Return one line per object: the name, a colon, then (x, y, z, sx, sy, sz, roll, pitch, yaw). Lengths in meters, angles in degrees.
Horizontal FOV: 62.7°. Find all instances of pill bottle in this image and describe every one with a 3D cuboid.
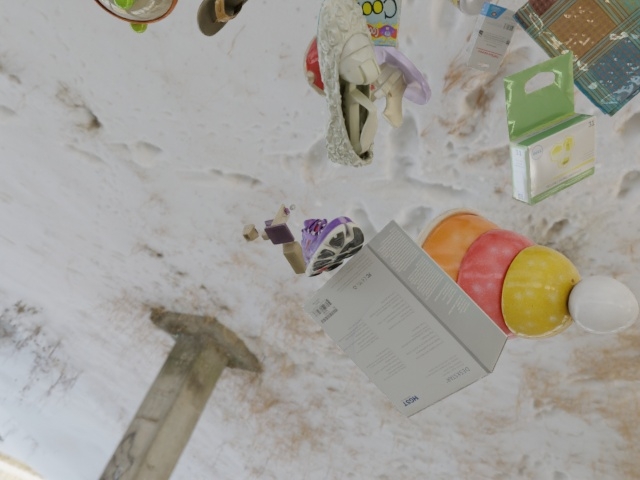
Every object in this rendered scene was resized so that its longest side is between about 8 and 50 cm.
pill bottle: (0.493, -0.851, 1.784, 0.117, 0.215, 0.117, -7, 132, -8)

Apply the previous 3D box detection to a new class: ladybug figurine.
ladybug figurine: (0.132, -0.707, 2.008, 0.305, 0.449, 0.162, 57, 157, -10)

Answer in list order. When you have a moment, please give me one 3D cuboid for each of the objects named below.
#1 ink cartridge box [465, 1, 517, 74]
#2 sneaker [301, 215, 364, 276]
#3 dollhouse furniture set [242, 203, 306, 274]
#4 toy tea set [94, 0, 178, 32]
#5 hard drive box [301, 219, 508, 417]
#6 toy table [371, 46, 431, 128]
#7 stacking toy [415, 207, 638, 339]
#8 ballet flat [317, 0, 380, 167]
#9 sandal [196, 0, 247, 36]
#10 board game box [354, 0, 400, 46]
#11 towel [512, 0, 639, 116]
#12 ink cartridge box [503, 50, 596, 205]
ink cartridge box: (0.506, -0.600, 1.564, 0.104, 0.060, 0.180, 13, 118, -10)
sneaker: (0.000, 0.000, 0.662, 0.071, 0.068, 0.170, 67, 162, 8)
dollhouse furniture set: (-0.059, -0.002, 0.892, 0.091, 0.081, 0.114, -10, 126, 30)
toy tea set: (-0.181, -0.332, 0.439, 0.200, 0.124, 0.336, -15, 143, 21)
hard drive box: (0.115, 0.118, 0.762, 0.232, 0.089, 0.181, 47, 131, 4)
toy table: (0.218, -0.511, 1.739, 0.274, 0.161, 0.252, 41, 172, 1)
stacking toy: (0.458, 0.119, 1.185, 0.350, 0.350, 0.480, 47, 162, -32)
ballet flat: (0.083, -0.348, 1.215, 0.147, 0.147, 0.409, 11, 132, 19)
sandal: (-0.192, -0.501, 1.113, 0.180, 0.049, 0.072, -34, 145, 18)
board game box: (0.123, -0.614, 1.221, 0.142, 0.144, 0.275, 6, 130, 7)
towel: (0.713, -0.533, 1.321, 0.271, 0.040, 0.370, -43, 90, 16)
ink cartridge box: (0.424, -0.204, 0.962, 0.056, 0.171, 0.235, 39, 148, 55)
